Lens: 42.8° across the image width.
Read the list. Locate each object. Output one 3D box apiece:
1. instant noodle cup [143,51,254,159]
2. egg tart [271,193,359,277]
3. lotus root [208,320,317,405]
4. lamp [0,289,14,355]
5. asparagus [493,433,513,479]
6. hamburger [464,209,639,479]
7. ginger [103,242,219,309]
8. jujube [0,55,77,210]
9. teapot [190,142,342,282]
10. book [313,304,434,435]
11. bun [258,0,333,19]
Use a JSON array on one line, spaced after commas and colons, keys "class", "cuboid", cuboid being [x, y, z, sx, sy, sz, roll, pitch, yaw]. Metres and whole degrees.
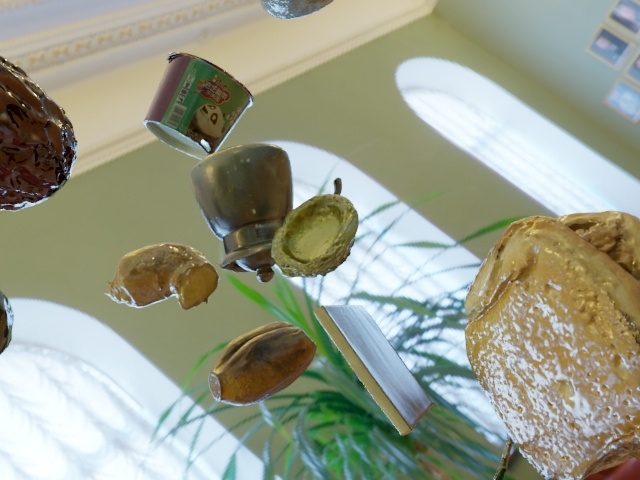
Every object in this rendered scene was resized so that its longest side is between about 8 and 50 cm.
[{"class": "instant noodle cup", "cuboid": [-0.322, -0.332, 2.081, 0.190, 0.251, 0.251, -63, -11, -11]}, {"class": "egg tart", "cuboid": [0.000, 0.000, 1.571, 0.197, 0.197, 0.078, -51, -49, -6]}, {"class": "lotus root", "cuboid": [-0.155, 0.308, 2.068, 0.291, 0.193, 0.193, -30, -23, -28]}, {"class": "lamp", "cuboid": [-0.690, 0.096, 1.571, 0.182, 0.181, 0.314, 15, -112, -76]}, {"class": "asparagus", "cuboid": [0.230, 0.273, 1.018, 0.016, 0.013, 0.166, -30, 2, 26]}, {"class": "hamburger", "cuboid": [0.303, 0.124, 0.960, 0.174, 0.284, 0.304, -15, -25, -19]}, {"class": "ginger", "cuboid": [-0.373, 0.082, 1.910, 0.138, 0.267, 0.152, 81, -173, -48]}, {"class": "jujube", "cuboid": [-0.565, -0.187, 1.306, 0.258, 0.258, 0.376, -54, -26, 6]}, {"class": "teapot", "cuboid": [-0.118, -0.050, 1.797, 0.305, 0.285, 0.223, -5, -13, -36]}, {"class": "book", "cuboid": [0.093, 0.192, 1.286, 0.021, 0.217, 0.310, -38, -12, 9]}, {"class": "bun", "cuboid": [-0.027, -0.350, 1.024, 0.141, 0.141, 0.083, -50, -39, -8]}]
